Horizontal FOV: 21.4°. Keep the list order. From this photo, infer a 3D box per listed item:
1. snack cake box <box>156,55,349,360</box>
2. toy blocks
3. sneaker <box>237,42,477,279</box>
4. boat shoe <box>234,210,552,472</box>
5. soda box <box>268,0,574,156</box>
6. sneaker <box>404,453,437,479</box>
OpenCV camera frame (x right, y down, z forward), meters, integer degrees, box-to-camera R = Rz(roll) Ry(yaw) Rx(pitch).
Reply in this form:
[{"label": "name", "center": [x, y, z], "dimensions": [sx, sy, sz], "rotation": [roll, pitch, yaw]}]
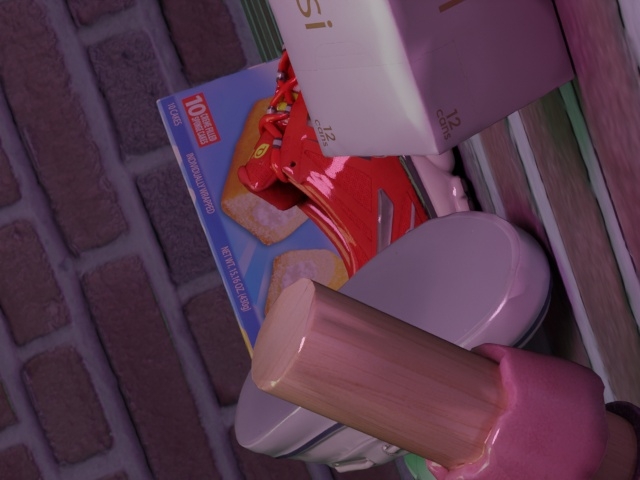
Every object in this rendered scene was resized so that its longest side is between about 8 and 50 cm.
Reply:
[{"label": "snack cake box", "center": [0.000, 0.000, 1.198], "dimensions": [0.089, 0.152, 0.264], "rotation": [76, 172, -64]}, {"label": "toy blocks", "center": [0.069, 0.216, 0.541], "dimensions": [0.260, 0.309, 0.288], "rotation": [25, -172, -23]}, {"label": "sneaker", "center": [0.003, -0.071, 0.959], "dimensions": [0.107, 0.118, 0.279], "rotation": [98, 151, -83]}, {"label": "boat shoe", "center": [0.050, 0.060, 0.876], "dimensions": [0.258, 0.084, 0.095], "rotation": [-30, 42, 55]}, {"label": "soda box", "center": [0.011, -0.140, 0.578], "dimensions": [0.069, 0.074, 0.216], "rotation": [3, 117, 53]}, {"label": "sneaker", "center": [0.087, 0.142, 1.013], "dimensions": [0.256, 0.094, 0.151], "rotation": [-129, 22, -65]}]
